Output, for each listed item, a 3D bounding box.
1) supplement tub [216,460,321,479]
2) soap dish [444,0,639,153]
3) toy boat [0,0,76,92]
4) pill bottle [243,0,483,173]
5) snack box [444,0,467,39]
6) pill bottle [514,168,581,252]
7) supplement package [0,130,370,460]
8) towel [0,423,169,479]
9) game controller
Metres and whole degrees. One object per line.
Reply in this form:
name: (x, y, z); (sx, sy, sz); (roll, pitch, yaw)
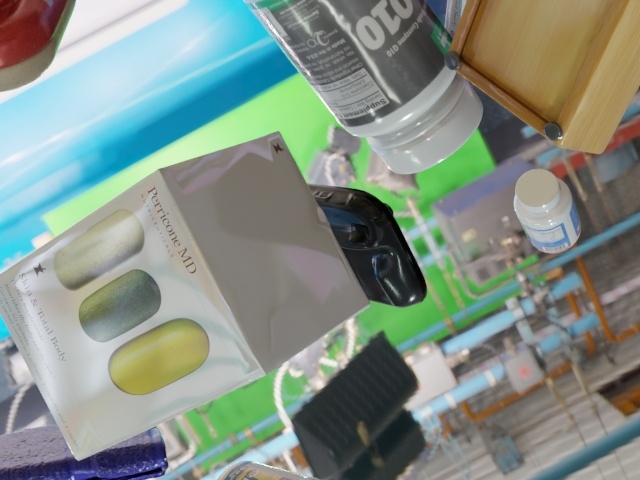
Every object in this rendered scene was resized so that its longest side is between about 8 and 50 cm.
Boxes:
supplement tub: (-0.062, 0.426, 1.506); (0.199, 0.144, 0.144); (4, -146, 39)
soap dish: (0.274, -0.263, 1.111); (0.118, 0.291, 0.229); (-28, -121, -36)
toy boat: (-0.316, -0.241, 0.891); (0.151, 0.151, 0.231); (-8, -141, 4)
pill bottle: (0.067, -0.279, 1.390); (0.204, 0.361, 0.204); (-31, -151, 20)
snack box: (0.234, -0.345, 1.446); (0.100, 0.141, 0.037); (-17, -145, -30)
pill bottle: (0.489, -0.068, 2.124); (0.124, 0.221, 0.124); (-9, -117, 19)
supplement package: (-0.137, 0.052, 0.948); (0.262, 0.199, 0.198); (-28, 179, 33)
towel: (-0.408, 0.357, 1.594); (0.308, 0.076, 0.227); (-8, -172, -13)
game controller: (0.000, 0.000, 1.224); (0.067, 0.166, 0.319); (-50, -148, -21)
